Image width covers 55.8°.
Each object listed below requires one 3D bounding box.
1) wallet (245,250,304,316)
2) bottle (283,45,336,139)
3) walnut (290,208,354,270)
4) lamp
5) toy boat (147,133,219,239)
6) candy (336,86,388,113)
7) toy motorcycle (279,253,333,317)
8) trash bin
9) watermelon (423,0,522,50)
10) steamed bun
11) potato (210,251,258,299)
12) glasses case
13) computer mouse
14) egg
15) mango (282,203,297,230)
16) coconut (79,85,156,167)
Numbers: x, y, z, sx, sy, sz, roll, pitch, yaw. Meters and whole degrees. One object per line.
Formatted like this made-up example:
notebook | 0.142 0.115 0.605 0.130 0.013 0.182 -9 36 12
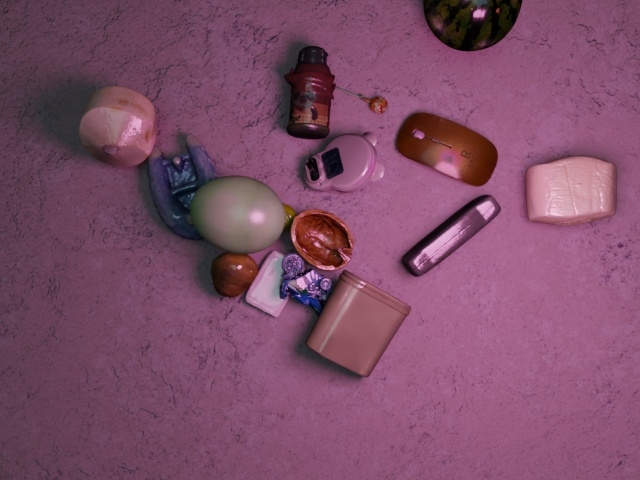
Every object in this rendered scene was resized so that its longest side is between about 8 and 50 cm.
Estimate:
wallet | -0.140 0.131 1.843 0.124 0.032 0.182 29 85 -2
bottle | -0.036 -0.449 1.831 0.156 0.143 0.270 4 88 -23
walnut | -0.002 -0.001 1.816 0.211 0.087 0.167 38 74 -8
lamp | 0.068 -0.222 1.823 0.246 0.108 0.179 -17 67 18
toy boat | -0.414 -0.160 1.830 0.216 0.123 0.329 -15 84 -1
candy | 0.125 -0.446 1.880 0.185 0.049 0.055 25 57 10
toy motorcycle | -0.034 0.156 1.800 0.254 0.092 0.135 40 87 -14
trash bin | 0.109 0.244 1.762 0.243 0.121 0.247 29 91 -20
watermelon | 0.445 -0.699 1.764 0.286 0.285 0.284 0 86 2
steamed bun | 0.730 -0.142 1.774 0.250 0.155 0.199 -2 82 8
potato | -0.256 0.092 1.787 0.137 0.176 0.137 18 50 -23
glasses case | 0.384 -0.015 1.787 0.323 0.131 0.074 -39 94 -1
computer mouse | 0.386 -0.277 1.838 0.311 0.072 0.158 25 85 4
egg | -0.233 -0.075 1.709 0.270 0.220 0.220 18 86 7
mango | -0.148 -0.070 1.840 0.165 0.074 0.091 4 92 15
coconut | -0.593 -0.329 1.789 0.242 0.241 0.240 0 86 2
